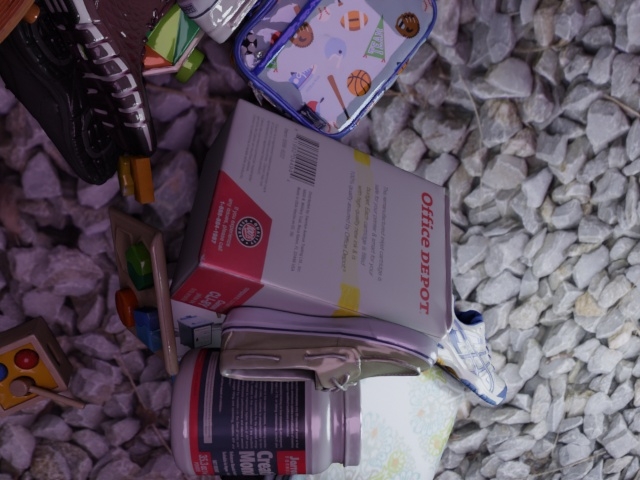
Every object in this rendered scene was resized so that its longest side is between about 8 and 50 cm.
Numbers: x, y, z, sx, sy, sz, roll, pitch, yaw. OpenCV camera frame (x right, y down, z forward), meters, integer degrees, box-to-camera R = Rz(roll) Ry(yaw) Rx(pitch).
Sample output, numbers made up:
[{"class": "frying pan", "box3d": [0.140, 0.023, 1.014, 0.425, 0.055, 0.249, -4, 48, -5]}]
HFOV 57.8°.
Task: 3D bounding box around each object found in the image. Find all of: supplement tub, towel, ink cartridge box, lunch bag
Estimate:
[{"class": "supplement tub", "box3d": [-0.078, 0.259, 0.891, 0.272, 0.191, 0.191, 0, 107, 0]}, {"class": "towel", "box3d": [0.094, 0.366, 1.086, 0.320, 0.090, 0.374, 38, 69, -27]}, {"class": "ink cartridge box", "box3d": [-0.192, 0.136, 0.994, 0.140, 0.082, 0.190, -4, 109, -15]}, {"class": "lunch bag", "box3d": [0.010, -0.318, 0.898, 0.243, 0.115, 0.303, 40, 92, -21]}, {"class": "ink cartridge box", "box3d": [0.000, 0.000, 0.895, 0.385, 0.160, 0.279, 20, 57, -21]}]

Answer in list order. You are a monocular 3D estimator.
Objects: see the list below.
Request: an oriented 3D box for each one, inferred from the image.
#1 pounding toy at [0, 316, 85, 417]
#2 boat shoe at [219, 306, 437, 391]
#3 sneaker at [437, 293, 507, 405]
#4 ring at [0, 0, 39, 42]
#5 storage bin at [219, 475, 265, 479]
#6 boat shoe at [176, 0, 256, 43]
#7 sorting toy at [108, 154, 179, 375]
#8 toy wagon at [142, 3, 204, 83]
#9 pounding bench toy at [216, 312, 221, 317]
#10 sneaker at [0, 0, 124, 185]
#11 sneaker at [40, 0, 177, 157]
[{"class": "pounding toy", "box3d": [-0.464, 0.216, 0.928, 0.130, 0.100, 0.141, -23, 111, -8]}, {"class": "boat shoe", "box3d": [0.009, 0.162, 0.801, 0.302, 0.094, 0.109, 6, 151, 3]}, {"class": "sneaker", "box3d": [0.296, 0.212, 1.146, 0.296, 0.112, 0.131, 41, 87, -26]}, {"class": "ring", "box3d": [-0.365, -0.351, 0.682, 0.032, 0.336, 0.336, 26, 99, -53]}, {"class": "storage bin", "box3d": [-0.097, 0.392, 1.099, 0.180, 0.084, 0.122, -40, 113, 0]}, {"class": "boat shoe", "box3d": [-0.083, -0.390, 0.800, 0.088, 0.096, 0.267, 45, 73, -41]}, {"class": "sorting toy", "box3d": [-0.277, 0.024, 0.854, 0.041, 0.229, 0.307, -13, 111, -31]}, {"class": "toy wagon", "box3d": [-0.234, -0.407, 0.821, 0.267, 0.068, 0.344, 34, 95, -23]}, {"class": "pounding bench toy", "box3d": [-0.131, 0.091, 0.909, 0.065, 0.083, 0.052, -5, 106, -15]}, {"class": "sneaker", "box3d": [-0.376, -0.208, 0.828, 0.109, 0.130, 0.286, -54, 144, -42]}, {"class": "sneaker", "box3d": [-0.242, -0.258, 0.777, 0.162, 0.106, 0.281, -44, 138, -32]}]
